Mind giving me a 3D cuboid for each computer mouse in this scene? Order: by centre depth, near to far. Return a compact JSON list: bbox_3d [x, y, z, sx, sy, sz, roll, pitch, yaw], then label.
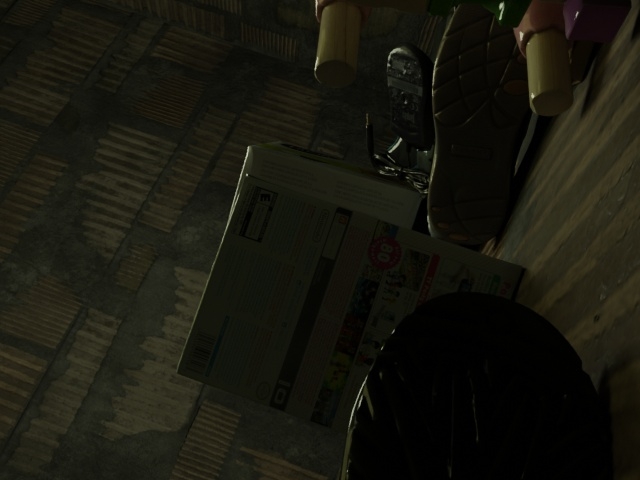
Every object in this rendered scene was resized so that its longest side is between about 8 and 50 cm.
[{"bbox_3d":[0.144,-0.220,1.131,0.060,0.184,0.262,-25,-58,-26],"label":"computer mouse"}]

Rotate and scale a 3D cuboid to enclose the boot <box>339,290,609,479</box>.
[{"bbox_3d":[0.044,0.226,0.390,0.260,0.131,0.348,102,-172,-54],"label":"boot"}]

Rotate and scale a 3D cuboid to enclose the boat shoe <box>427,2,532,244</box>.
[{"bbox_3d":[0.213,-0.174,0.859,0.130,0.132,0.355,-49,-30,-61],"label":"boat shoe"}]

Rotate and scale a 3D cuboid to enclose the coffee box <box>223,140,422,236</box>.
[{"bbox_3d":[0.000,0.000,1.361,0.334,0.337,0.338,-53,-21,-78],"label":"coffee box"}]

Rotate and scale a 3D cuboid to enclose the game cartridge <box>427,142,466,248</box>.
[{"bbox_3d":[0.228,-0.122,1.100,0.198,0.062,0.297,52,-135,-71],"label":"game cartridge"}]

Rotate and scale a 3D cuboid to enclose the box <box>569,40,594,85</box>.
[{"bbox_3d":[0.306,-0.272,0.749,0.164,0.021,0.201,-43,-28,-79],"label":"box"}]

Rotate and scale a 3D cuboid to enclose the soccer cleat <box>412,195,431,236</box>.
[{"bbox_3d":[0.274,-0.087,1.400,0.116,0.108,0.318,53,-135,-52],"label":"soccer cleat"}]

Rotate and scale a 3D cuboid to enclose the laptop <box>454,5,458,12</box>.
[{"bbox_3d":[0.255,-0.355,1.180,0.234,0.137,0.264,-15,-19,-41],"label":"laptop"}]

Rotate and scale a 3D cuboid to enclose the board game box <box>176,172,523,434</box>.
[{"bbox_3d":[0.031,0.083,0.707,0.097,0.303,0.224,45,-116,-84],"label":"board game box"}]

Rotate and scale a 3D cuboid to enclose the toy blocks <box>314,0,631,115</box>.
[{"bbox_3d":[0.149,-0.316,0.593,0.309,0.288,0.260,102,176,-63],"label":"toy blocks"}]

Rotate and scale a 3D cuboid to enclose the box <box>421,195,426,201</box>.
[{"bbox_3d":[0.281,-0.111,1.670,0.232,0.126,0.149,-42,-30,-80],"label":"box"}]

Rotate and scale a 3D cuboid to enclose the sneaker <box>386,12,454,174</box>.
[{"bbox_3d":[0.223,-0.309,1.362,0.125,0.139,0.341,17,-95,-52],"label":"sneaker"}]
